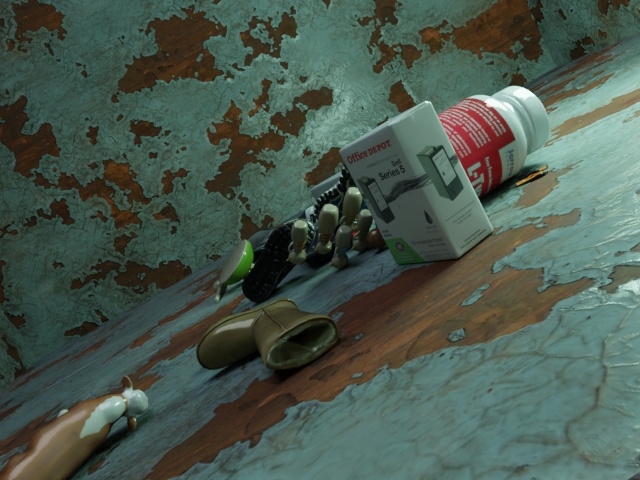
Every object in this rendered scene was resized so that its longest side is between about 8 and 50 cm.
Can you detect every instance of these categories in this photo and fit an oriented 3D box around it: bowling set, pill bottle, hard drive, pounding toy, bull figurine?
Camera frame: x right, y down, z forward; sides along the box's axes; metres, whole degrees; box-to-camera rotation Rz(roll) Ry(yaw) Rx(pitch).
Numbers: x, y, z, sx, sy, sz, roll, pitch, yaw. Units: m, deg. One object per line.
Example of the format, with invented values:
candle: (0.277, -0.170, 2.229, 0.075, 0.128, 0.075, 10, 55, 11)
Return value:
bowling set: (0.065, 0.006, 1.369, 0.287, 0.199, 0.154, -31, -36, -37)
pill bottle: (0.336, -0.204, 1.285, 0.407, 0.229, 0.229, -31, 9, -13)
hard drive: (0.000, 0.000, 1.634, 0.171, 0.054, 0.254, -26, 19, -9)
pounding toy: (-0.289, 0.123, 1.946, 0.237, 0.110, 0.183, -58, 20, 4)
bull figurine: (-0.461, 0.368, 0.973, 0.188, 0.101, 0.310, -28, 5, 35)

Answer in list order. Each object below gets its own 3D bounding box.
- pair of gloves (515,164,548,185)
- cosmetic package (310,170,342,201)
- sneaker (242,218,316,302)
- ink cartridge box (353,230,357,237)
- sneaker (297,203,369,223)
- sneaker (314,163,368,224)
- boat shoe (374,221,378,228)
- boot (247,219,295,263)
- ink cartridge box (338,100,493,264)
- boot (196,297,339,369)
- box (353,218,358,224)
pair of gloves: (0.485, -0.151, 1.226, 0.074, 0.010, 0.083, -25, 9, 29)
cosmetic package: (0.188, -0.259, 2.346, 0.230, 0.162, 0.453, -35, 10, -36)
sneaker: (-0.110, 0.043, 1.506, 0.283, 0.107, 0.124, -49, -5, 17)
ink cartridge box: (0.044, -0.007, 1.722, 0.145, 0.045, 0.179, -35, 8, -31)
sneaker: (0.011, -0.079, 1.984, 0.330, 0.123, 0.146, -24, 8, 35)
sneaker: (0.122, -0.165, 1.563, 0.330, 0.130, 0.147, -42, -16, 35)
boat shoe: (0.250, -0.164, 1.455, 0.355, 0.132, 0.130, -50, 7, -17)
boot: (-0.244, 0.031, 2.239, 0.338, 0.118, 0.223, -29, 12, 34)
ink cartridge box: (0.179, -0.101, 1.038, 0.114, 0.273, 0.198, -33, 9, -25)
boot: (-0.111, 0.181, 0.963, 0.236, 0.089, 0.269, -31, 10, -13)
box: (0.128, -0.062, 1.751, 0.067, 0.018, 0.083, -2, 3, -12)
